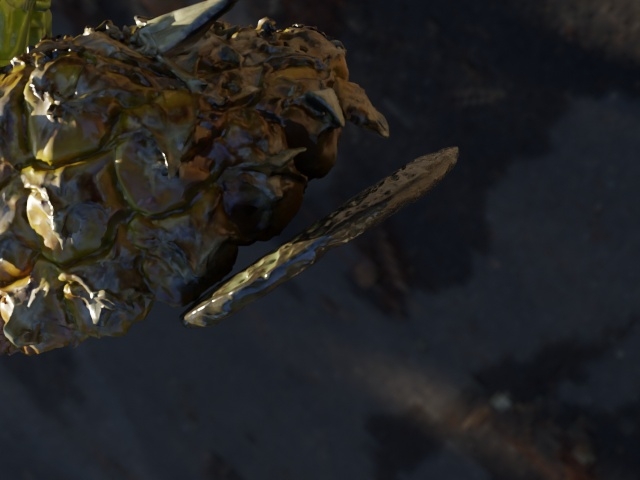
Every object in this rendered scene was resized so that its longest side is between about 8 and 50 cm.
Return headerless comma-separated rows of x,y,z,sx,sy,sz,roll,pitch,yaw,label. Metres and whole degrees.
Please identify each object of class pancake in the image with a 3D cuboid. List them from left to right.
-0.001,-0.001,1.176,0.021,0.199,0.199,58,154,-1,pancake

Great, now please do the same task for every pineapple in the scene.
-0.099,-0.056,1.190,0.158,0.334,0.161,64,173,-25,pineapple

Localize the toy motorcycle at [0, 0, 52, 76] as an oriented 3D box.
-0.265,-0.192,1.438,0.142,0.342,0.206,-1,173,-2,toy motorcycle
